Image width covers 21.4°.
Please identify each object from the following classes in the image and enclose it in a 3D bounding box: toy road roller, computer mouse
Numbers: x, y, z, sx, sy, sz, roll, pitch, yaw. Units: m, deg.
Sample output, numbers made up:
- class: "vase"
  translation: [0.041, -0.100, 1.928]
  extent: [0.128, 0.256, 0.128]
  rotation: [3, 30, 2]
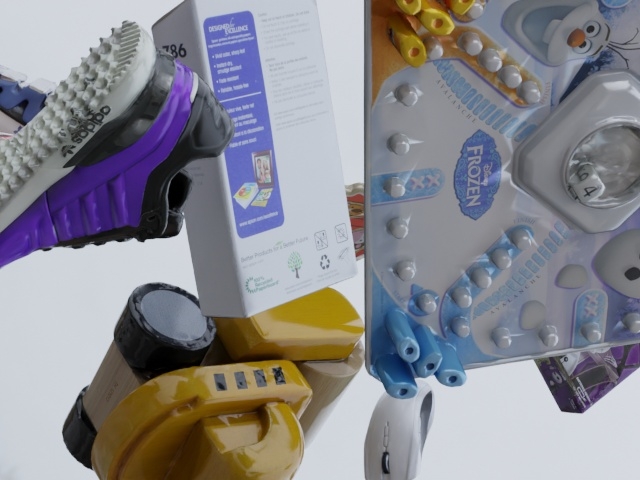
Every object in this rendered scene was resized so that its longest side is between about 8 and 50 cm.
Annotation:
- class: "toy road roller"
  translation: [-0.081, 0.192, 1.721]
  extent: [0.240, 0.330, 0.202]
  rotation: [55, -51, 33]
- class: "computer mouse"
  translation: [0.073, 0.229, 1.820]
  extent: [0.106, 0.193, 0.042]
  rotation: [-6, -34, 30]

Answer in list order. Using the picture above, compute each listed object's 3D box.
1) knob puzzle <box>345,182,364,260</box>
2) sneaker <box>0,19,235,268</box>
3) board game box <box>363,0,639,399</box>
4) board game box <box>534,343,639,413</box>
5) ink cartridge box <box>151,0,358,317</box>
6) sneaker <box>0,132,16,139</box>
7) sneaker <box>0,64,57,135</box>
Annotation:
- class: "knob puzzle"
  translation: [0.000, 0.000, 1.921]
  extent: [0.213, 0.213, 0.030]
  rotation: [88, -13, -59]
- class: "sneaker"
  translation: [-0.179, -0.032, 1.309]
  extent: [0.146, 0.102, 0.293]
  rotation: [32, -52, -29]
- class: "board game box"
  translation: [0.229, -0.059, 1.325]
  extent: [0.050, 0.390, 0.389]
  rotation: [-112, -163, -54]
- class: "board game box"
  translation: [0.279, -0.004, 1.912]
  extent: [0.056, 0.208, 0.346]
  rotation: [-7, -65, 59]
- class: "ink cartridge box"
  translation: [-0.060, -0.109, 1.522]
  extent: [0.065, 0.165, 0.332]
  rotation: [1, -77, 41]
- class: "sneaker"
  translation: [-0.346, -0.068, 1.584]
  extent: [0.116, 0.314, 0.136]
  rotation: [24, 47, -63]
- class: "sneaker"
  translation: [-0.384, -0.108, 1.797]
  extent: [0.316, 0.182, 0.127]
  rotation: [23, 8, -2]
